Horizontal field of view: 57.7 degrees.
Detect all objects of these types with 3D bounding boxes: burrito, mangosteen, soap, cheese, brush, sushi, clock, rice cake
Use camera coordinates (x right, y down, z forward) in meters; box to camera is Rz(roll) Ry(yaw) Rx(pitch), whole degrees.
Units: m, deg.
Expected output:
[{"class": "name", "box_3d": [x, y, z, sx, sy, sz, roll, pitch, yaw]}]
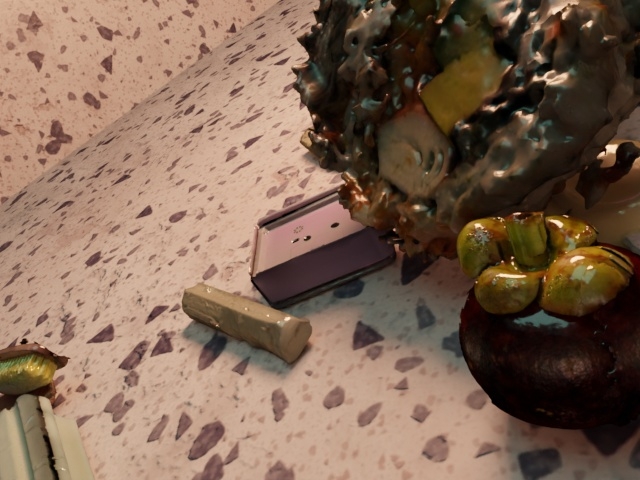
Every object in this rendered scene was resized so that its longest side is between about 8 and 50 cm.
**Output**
[{"class": "burrito", "box_3d": [0.018, -0.175, 1.085, 0.058, 0.045, 0.188, -58, 33, 5]}, {"class": "mangosteen", "box_3d": [0.186, 0.057, 0.453, 0.166, 0.180, 0.166, -28, 19, 10]}, {"class": "soap", "box_3d": [-0.343, 0.301, 0.671, 0.150, 0.094, 0.261, -45, 33, -12]}, {"class": "cheese", "box_3d": [0.309, -0.026, 0.583, 0.137, 0.064, 0.227, -26, 32, 14]}, {"class": "brush", "box_3d": [-0.510, 0.213, 0.910, 0.313, 0.072, 0.067, -15, 42, 34]}, {"class": "sushi", "box_3d": [0.151, -0.174, 0.620, 0.417, 0.176, 0.417, -12, 73, 44]}, {"class": "clock", "box_3d": [0.000, -0.001, 0.814, 0.193, 0.073, 0.144, -23, 31, 14]}, {"class": "rice cake", "box_3d": [-0.110, 0.104, 0.784, 0.256, 0.052, 0.057, 10, 79, 49]}]

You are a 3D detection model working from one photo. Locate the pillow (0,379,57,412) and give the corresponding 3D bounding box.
[{"class": "pillow", "box_3d": [-0.501, 0.286, 0.876, 0.232, 0.043, 0.126, -42, 31, -20]}]
